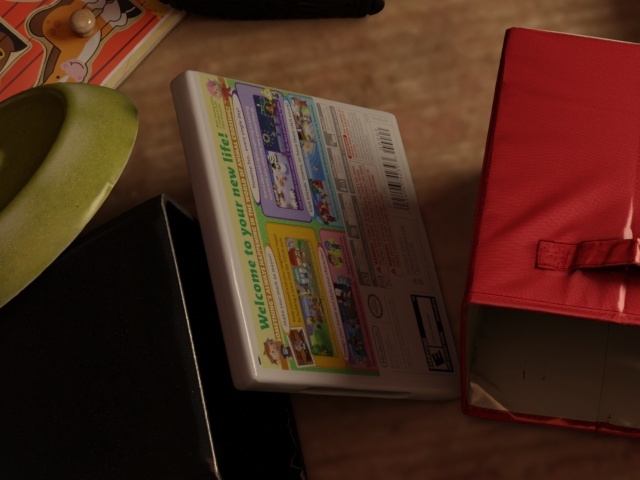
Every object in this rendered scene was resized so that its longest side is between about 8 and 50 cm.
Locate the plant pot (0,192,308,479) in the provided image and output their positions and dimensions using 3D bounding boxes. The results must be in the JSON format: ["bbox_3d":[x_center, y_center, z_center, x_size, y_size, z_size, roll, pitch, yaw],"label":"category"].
[{"bbox_3d":[-0.124,0.103,1.150,0.167,0.187,0.188,-17,69,12],"label":"plant pot"}]

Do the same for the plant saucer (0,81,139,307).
[{"bbox_3d":[-0.223,-0.024,1.190,0.241,0.037,0.241,-31,28,19],"label":"plant saucer"}]

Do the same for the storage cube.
[{"bbox_3d":[0.191,0.001,1.144,0.184,0.215,0.193,7,64,7],"label":"storage cube"}]

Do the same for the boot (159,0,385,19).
[{"bbox_3d":[-0.033,-0.267,1.331,0.190,0.076,0.208,2,76,-10],"label":"boot"}]

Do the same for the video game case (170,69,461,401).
[{"bbox_3d":[0.000,0.000,1.187,0.023,0.193,0.212,-31,63,39],"label":"video game case"}]

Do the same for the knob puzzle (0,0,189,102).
[{"bbox_3d":[-0.223,-0.155,1.327,0.213,0.030,0.213,-1,70,3],"label":"knob puzzle"}]
